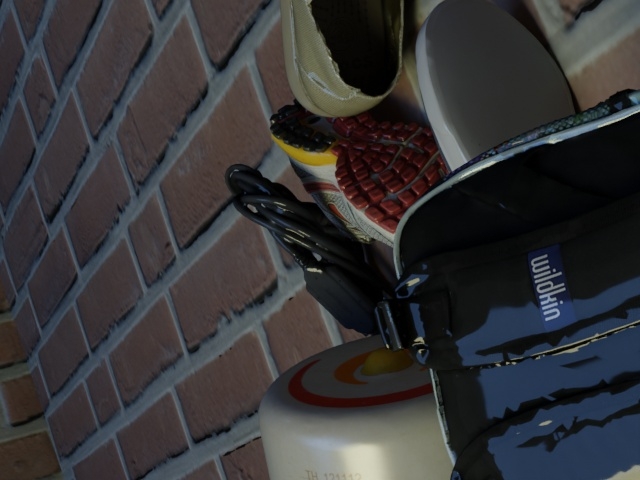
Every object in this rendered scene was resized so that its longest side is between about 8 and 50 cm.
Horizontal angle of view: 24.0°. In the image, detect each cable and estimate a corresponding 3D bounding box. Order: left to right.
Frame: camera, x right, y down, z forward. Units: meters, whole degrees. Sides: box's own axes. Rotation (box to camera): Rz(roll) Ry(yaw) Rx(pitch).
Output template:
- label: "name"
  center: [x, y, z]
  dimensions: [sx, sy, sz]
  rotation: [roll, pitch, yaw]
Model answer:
- label: "cable"
  center: [0.000, 0.000, 1.175]
  dimensions: [0.184, 0.047, 0.150]
  rotation: [43, -168, -10]

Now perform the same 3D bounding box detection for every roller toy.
- label: "roller toy"
  center: [0.058, 0.142, 1.046]
  dimensions: [0.209, 0.191, 0.146]
  rotation: [-111, 9, -77]

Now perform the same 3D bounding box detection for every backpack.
- label: "backpack"
  center: [0.184, 0.039, 0.653]
  dimensions: [0.253, 0.191, 0.225]
  rotation: [-27, 74, 41]

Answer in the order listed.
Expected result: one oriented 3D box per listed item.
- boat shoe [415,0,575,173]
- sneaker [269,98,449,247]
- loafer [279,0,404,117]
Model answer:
- label: "boat shoe"
  center: [0.124, -0.019, 0.924]
  dimensions: [0.267, 0.096, 0.088]
  rotation: [61, 151, 10]
- label: "sneaker"
  center: [0.050, -0.039, 1.113]
  dimensions: [0.225, 0.088, 0.092]
  rotation: [42, 162, 52]
- label: "loafer"
  center: [0.015, -0.212, 1.044]
  dimensions: [0.092, 0.102, 0.268]
  rotation: [25, 132, 57]
